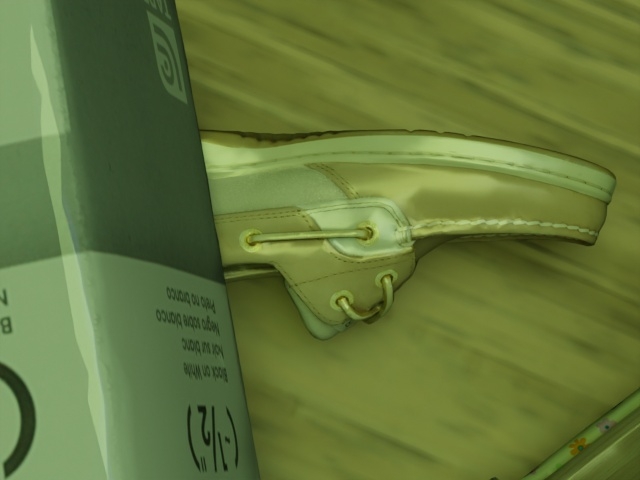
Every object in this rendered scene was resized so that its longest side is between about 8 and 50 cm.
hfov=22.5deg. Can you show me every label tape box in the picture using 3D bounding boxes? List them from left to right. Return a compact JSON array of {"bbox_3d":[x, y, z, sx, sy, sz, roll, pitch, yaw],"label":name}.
[{"bbox_3d":[-0.140,0.111,0.401,0.249,0.115,0.347,-12,79,12],"label":"label tape box"}]

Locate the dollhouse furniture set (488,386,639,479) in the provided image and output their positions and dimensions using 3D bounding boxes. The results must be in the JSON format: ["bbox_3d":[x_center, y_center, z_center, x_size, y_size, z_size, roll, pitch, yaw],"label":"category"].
[{"bbox_3d":[0.168,0.089,0.457,0.182,0.101,0.161,-36,107,-6],"label":"dollhouse furniture set"}]

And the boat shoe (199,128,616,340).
[{"bbox_3d":[0.000,0.000,0.471,0.170,0.063,0.059,1,83,9],"label":"boat shoe"}]
